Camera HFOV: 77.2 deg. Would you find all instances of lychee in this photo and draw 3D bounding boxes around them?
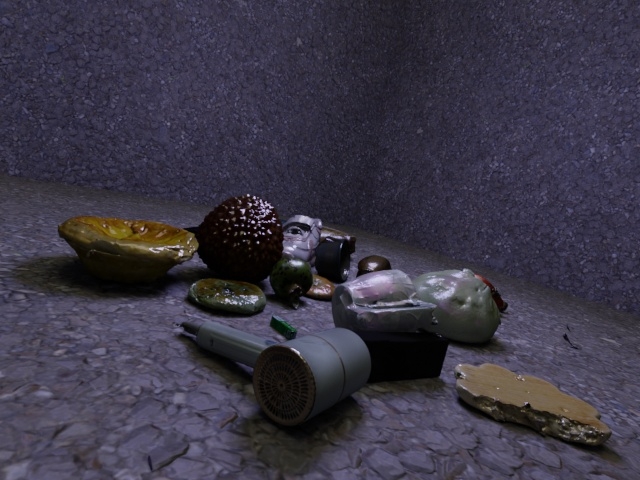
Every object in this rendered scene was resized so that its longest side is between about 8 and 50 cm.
[{"bbox_3d":[-0.222,-0.010,1.158,0.268,0.267,0.267,12,7,-2],"label":"lychee"}]

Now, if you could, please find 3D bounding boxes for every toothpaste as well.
[{"bbox_3d":[-0.079,0.184,0.849,0.017,0.020,0.083,9,8,-38],"label":"toothpaste"}]

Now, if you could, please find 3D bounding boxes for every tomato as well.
[{"bbox_3d":[0.564,0.207,1.476,0.189,0.099,0.173,51,-21,-19],"label":"tomato"}]

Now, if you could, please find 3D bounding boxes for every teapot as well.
[{"bbox_3d":[0.123,0.164,0.867,0.178,0.163,0.221,-4,27,-23],"label":"teapot"}]

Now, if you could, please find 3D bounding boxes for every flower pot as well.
[{"bbox_3d":[0.042,0.070,1.469,0.107,0.157,0.157,2,4,20],"label":"flower pot"}]

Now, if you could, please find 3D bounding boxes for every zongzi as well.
[{"bbox_3d":[0.000,0.000,1.922,0.286,0.134,0.288,14,6,32],"label":"zongzi"}]

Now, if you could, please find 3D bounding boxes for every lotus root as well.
[{"bbox_3d":[0.189,0.115,1.412,0.123,0.123,0.241,3,5,11],"label":"lotus root"}]

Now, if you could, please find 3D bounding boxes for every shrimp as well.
[{"bbox_3d":[-0.043,0.129,1.228,0.115,0.051,0.217,2,15,-44],"label":"shrimp"}]

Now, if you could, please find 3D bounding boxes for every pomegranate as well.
[{"bbox_3d":[-0.075,0.113,1.069,0.122,0.122,0.161,10,31,-20],"label":"pomegranate"}]

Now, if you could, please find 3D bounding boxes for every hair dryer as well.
[{"bbox_3d":[-0.108,0.173,0.656,0.358,0.107,0.173,10,2,33],"label":"hair dryer"}]

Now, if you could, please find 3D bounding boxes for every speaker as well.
[{"bbox_3d":[0.142,0.213,0.749,0.218,0.082,0.044,7,9,-31],"label":"speaker"}]

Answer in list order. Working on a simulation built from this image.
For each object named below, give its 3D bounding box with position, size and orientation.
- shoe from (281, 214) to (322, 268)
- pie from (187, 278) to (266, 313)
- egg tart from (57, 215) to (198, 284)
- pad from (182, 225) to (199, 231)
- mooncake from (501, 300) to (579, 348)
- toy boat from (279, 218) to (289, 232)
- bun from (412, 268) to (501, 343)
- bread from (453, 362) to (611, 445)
[{"bbox_3d":[-0.096,0.000,1.534,0.172,0.198,0.351,12,6,7],"label":"shoe"},{"bbox_3d":[-0.219,0.129,0.955,0.187,0.041,0.187,13,8,-2],"label":"pie"},{"bbox_3d":[-0.471,0.023,0.995,0.342,0.132,0.341,11,7,-1],"label":"egg tart"},{"bbox_3d":[-0.407,-0.035,1.791,0.315,0.063,0.376,-12,12,-38],"label":"pad"},{"bbox_3d":[0.738,0.272,1.390,0.150,0.057,0.347,27,1,-6],"label":"mooncake"},{"bbox_3d":[-0.227,-0.055,2.024,0.296,0.122,0.114,7,3,-33],"label":"toy boat"},{"bbox_3d":[0.370,0.163,1.135,0.284,0.179,0.283,10,9,-2],"label":"bun"},{"bbox_3d":[0.370,0.287,0.733,0.251,0.038,0.182,14,7,14],"label":"bread"}]
